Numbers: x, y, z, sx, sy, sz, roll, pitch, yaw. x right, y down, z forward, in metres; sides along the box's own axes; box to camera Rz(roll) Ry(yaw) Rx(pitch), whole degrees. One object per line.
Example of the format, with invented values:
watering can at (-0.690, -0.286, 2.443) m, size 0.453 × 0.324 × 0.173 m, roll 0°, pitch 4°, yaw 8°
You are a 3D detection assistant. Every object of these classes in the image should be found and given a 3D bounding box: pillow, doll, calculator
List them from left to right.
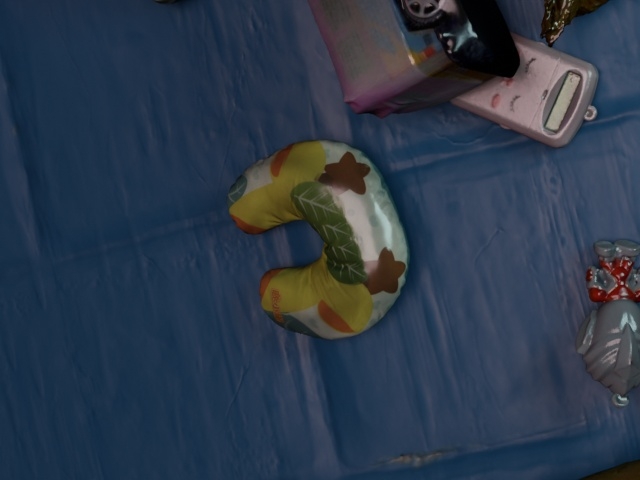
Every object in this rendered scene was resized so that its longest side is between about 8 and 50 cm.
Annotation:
pillow at (0.000, 0.000, 1.369) m, size 0.214 × 0.086 × 0.233 m, roll -19°, pitch 89°, yaw 32°
calculator at (0.220, -0.169, 1.290) m, size 0.175 × 0.032 × 0.100 m, roll 26°, pitch 101°, yaw 18°
doll at (0.316, 0.087, 1.254) m, size 0.094 × 0.079 × 0.180 m, roll 1°, pitch 81°, yaw -2°

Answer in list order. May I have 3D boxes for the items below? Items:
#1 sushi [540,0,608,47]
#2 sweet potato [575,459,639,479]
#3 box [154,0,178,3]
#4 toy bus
sushi at (0.294, -0.342, 1.190) m, size 0.287 × 0.140 × 0.149 m, roll -44°, pitch 85°, yaw 17°
sweet potato at (0.301, 0.316, 1.240) m, size 0.369 × 0.158 × 0.158 m, roll -17°, pitch 88°, yaw 29°
box at (-0.183, -0.391, 1.378) m, size 0.148 × 0.129 × 0.210 m, roll 40°, pitch 106°, yaw 13°
toy bus at (0.053, -0.322, 1.253) m, size 0.162 × 0.171 × 0.386 m, roll -26°, pitch 78°, yaw 25°
